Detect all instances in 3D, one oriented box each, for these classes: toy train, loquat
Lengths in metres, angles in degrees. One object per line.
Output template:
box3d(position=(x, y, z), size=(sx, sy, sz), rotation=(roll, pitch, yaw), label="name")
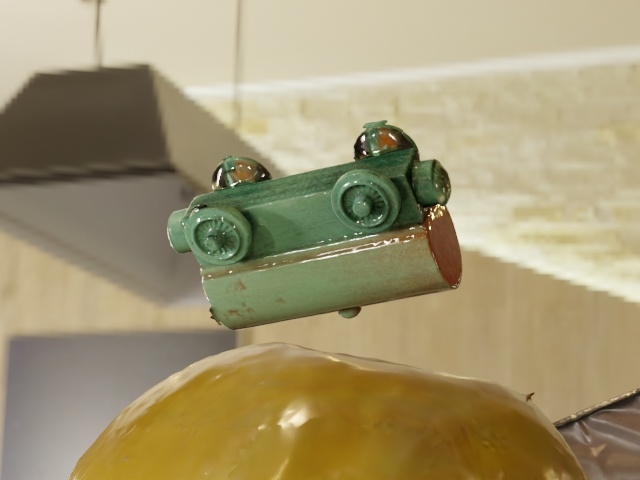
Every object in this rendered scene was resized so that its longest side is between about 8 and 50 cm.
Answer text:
box3d(position=(0.000, 0.000, 1.675), size=(0.285, 0.177, 0.116), rotation=(-12, 28, 22), label="toy train")
box3d(position=(0.001, 0.177, 0.764), size=(0.275, 0.275, 0.275), rotation=(2, -12, 0), label="loquat")

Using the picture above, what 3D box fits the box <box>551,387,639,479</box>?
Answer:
box3d(position=(0.287, 0.277, 1.578), size=(0.188, 0.252, 0.153), rotation=(-24, -23, 8), label="box")
